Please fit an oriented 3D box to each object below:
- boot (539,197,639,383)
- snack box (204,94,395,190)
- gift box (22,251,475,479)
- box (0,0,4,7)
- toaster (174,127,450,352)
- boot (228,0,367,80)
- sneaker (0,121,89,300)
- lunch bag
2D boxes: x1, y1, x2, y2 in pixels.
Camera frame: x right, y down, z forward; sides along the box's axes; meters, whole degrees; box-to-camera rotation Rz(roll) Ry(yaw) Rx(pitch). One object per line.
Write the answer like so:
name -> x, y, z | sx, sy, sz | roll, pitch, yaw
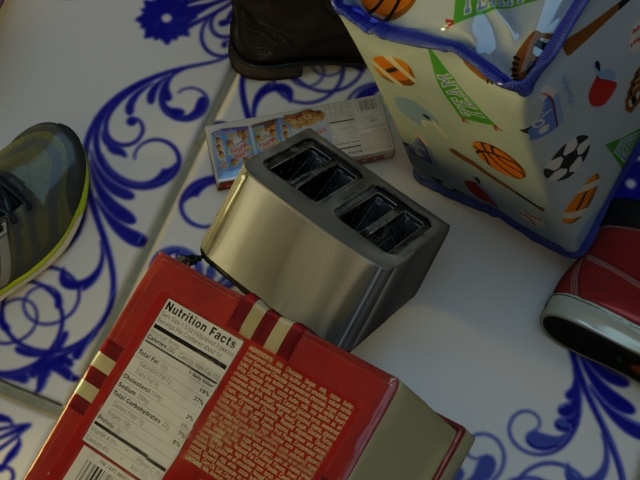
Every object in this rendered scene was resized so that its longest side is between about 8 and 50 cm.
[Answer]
boot -> 0.347, 0.061, 1.141 | 0.244, 0.088, 0.176 | 30, 68, 15
snack box -> -0.020, -0.097, 1.230 | 0.178, 0.022, 0.064 | -11, 69, -6
gift box -> -0.063, 0.193, 0.968 | 0.255, 0.258, 0.276 | 32, 85, 26
box -> -0.430, -0.284, 1.208 | 0.242, 0.117, 0.214 | 6, 42, 0
toaster -> 0.000, 0.000, 1.102 | 0.168, 0.110, 0.185 | 35, 31, 14
boot -> 0.014, -0.249, 1.184 | 0.262, 0.229, 0.091 | -18, 68, -9
sneaker -> -0.318, 0.005, 1.126 | 0.111, 0.121, 0.300 | 32, 70, 11
lunch bag -> 0.213, -0.239, 1.096 | 0.239, 0.328, 0.385 | 30, 79, 26
